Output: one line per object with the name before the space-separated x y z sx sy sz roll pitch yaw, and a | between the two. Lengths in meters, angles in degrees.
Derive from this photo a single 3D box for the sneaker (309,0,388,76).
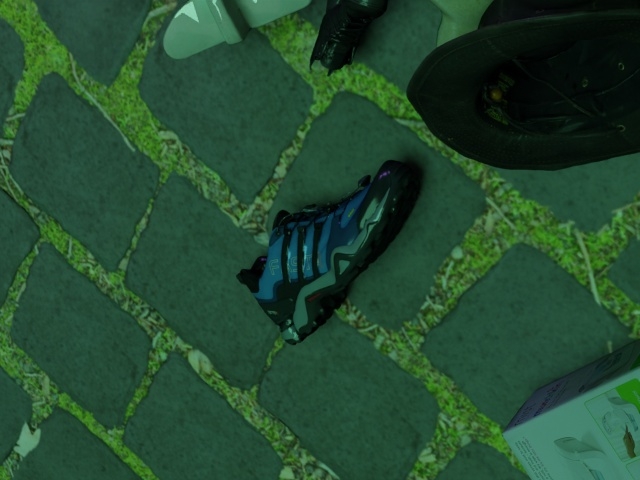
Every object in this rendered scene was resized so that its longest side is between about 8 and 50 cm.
sneaker | 0.028 -0.232 1.443 0.051 0.170 0.089 14 93 -16

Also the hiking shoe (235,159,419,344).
hiking shoe | 0.000 0.000 1.559 0.132 0.113 0.304 43 125 7

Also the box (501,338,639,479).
box | 0.378 0.259 1.438 0.231 0.126 0.262 -35 91 36

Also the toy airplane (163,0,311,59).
toy airplane | -0.158 -0.402 1.427 0.386 0.272 0.384 11 134 -14

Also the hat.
hat | 0.255 -0.192 1.298 0.331 0.331 0.134 -11 61 33

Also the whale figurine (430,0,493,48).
whale figurine | 0.143 -0.325 1.345 0.216 0.141 0.272 -15 127 11
